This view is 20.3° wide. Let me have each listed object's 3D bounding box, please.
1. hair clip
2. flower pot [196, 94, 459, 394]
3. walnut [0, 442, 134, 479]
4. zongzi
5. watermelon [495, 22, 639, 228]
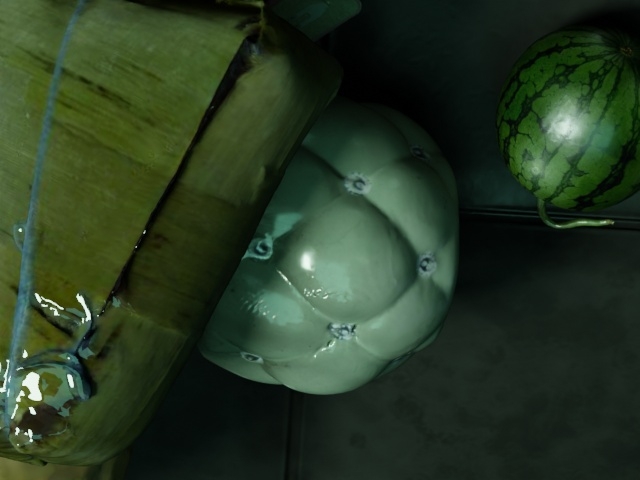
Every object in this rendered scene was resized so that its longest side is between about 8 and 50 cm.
[{"bbox_3d":[-0.029,-0.166,1.421,0.137,0.022,0.054,-37,117,24],"label":"hair clip"},{"bbox_3d":[0.000,0.000,1.410,0.195,0.246,0.246,2,126,-12],"label":"flower pot"},{"bbox_3d":[-0.319,0.125,1.439,0.381,0.381,0.381,1,126,1],"label":"walnut"},{"bbox_3d":[-0.229,-0.050,1.271,0.393,0.174,0.356,25,86,19],"label":"zongzi"},{"bbox_3d":[0.202,-0.081,1.405,0.141,0.140,0.187,15,128,-9],"label":"watermelon"}]
